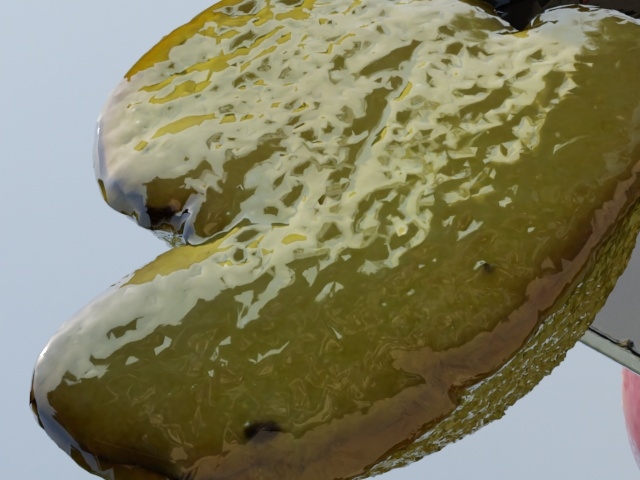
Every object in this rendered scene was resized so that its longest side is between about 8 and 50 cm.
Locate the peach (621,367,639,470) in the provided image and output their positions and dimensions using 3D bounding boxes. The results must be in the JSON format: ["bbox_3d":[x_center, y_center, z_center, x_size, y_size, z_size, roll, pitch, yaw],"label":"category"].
[{"bbox_3d":[0.439,0.100,1.233,0.339,0.416,0.353,17,-81,-55],"label":"peach"}]

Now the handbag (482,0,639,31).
[{"bbox_3d":[0.129,-0.144,0.843,0.215,0.155,0.169,11,-113,-52],"label":"handbag"}]

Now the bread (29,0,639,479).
[{"bbox_3d":[0.000,0.000,0.420,0.188,0.149,0.065,-46,-35,-30],"label":"bread"}]

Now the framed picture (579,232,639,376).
[{"bbox_3d":[0.149,0.008,0.572,0.011,0.149,0.109,34,-91,-40],"label":"framed picture"}]
